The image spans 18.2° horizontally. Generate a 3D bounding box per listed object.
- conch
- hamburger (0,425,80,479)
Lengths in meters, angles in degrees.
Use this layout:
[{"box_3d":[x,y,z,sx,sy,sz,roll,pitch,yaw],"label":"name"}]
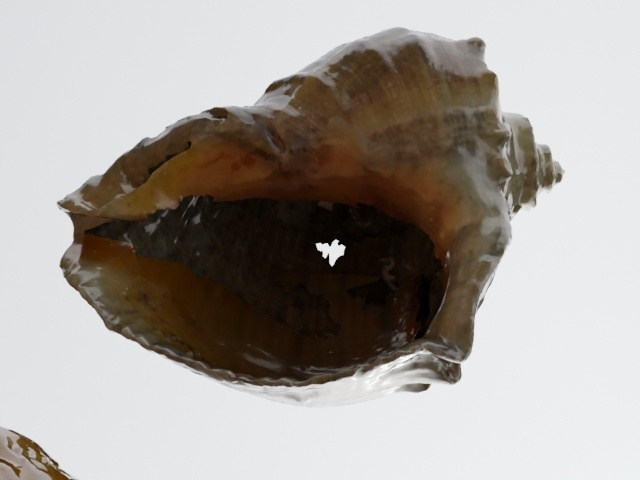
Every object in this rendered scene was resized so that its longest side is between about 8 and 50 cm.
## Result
[{"box_3d":[0.006,0.011,1.410,0.352,0.210,0.297,-18,-133,6],"label":"conch"},{"box_3d":[-0.199,0.182,0.865,0.162,0.209,0.330,-45,-160,25],"label":"hamburger"}]
